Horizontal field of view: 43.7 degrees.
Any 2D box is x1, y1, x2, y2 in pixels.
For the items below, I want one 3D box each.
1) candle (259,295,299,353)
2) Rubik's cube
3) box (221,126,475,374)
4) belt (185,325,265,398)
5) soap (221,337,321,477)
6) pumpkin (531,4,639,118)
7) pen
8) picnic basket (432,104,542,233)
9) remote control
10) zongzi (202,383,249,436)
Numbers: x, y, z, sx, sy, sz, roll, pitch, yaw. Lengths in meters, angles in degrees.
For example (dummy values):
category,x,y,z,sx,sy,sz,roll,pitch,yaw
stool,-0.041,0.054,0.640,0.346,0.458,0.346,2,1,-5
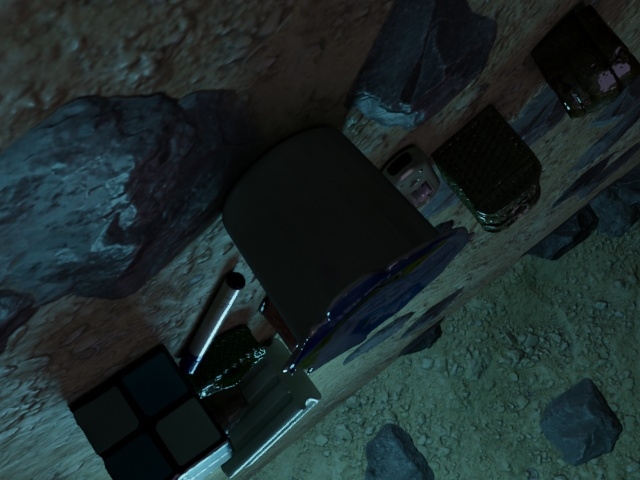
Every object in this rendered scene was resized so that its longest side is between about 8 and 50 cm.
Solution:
category,x,y,z,sx,sy,sz,roll,pitch,yaw
candle,0.046,0.067,1.339,0.317,0.131,0.287,-40,161,3
Rubik's cube,-0.248,0.291,1.206,0.167,0.183,0.180,-35,162,-16
box,0.000,0.000,0.902,0.262,0.206,0.291,-43,163,11
belt,-0.162,0.217,1.375,0.151,0.079,0.121,-25,160,-37
soap,-0.138,0.340,1.621,0.265,0.160,0.087,-48,162,28
pumpkin,0.423,-0.262,1.256,0.131,0.126,0.248,-43,164,22
pen,-0.167,0.130,1.209,0.033,0.033,0.269,-26,160,-38
picnic basket,0.293,-0.106,1.349,0.134,0.154,0.196,-40,163,5
remote control,0.146,-0.092,1.264,0.078,0.042,0.221,-39,165,7
zongzi,-0.256,0.373,1.562,0.221,0.112,0.242,-31,170,-28
